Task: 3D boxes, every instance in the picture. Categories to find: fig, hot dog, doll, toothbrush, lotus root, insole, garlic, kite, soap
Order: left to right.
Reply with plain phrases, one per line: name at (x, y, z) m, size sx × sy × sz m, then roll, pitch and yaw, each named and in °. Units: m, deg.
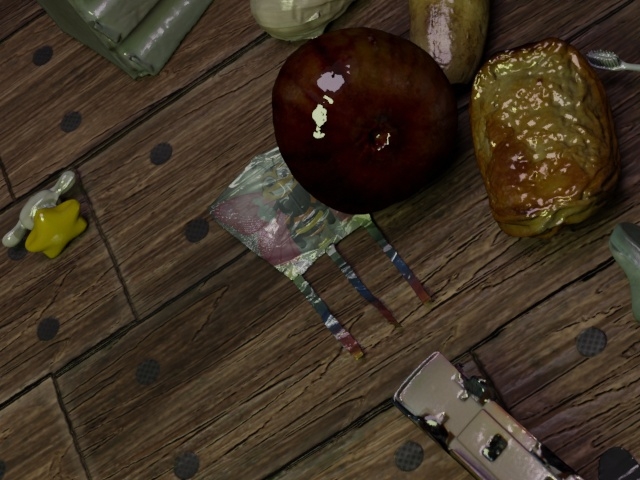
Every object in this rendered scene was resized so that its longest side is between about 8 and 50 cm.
doll at (-0.398, -0.030, 2.134) m, size 0.135 × 0.071 × 0.113 m, roll -29°, pitch 46°, yaw 15°
soap at (-0.265, -0.517, 2.179) m, size 0.213 × 0.350 × 0.435 m, roll 30°, pitch 78°, yaw 43°
garlic at (-0.027, -0.404, 2.108) m, size 0.178 × 0.143 × 0.229 m, roll -4°, pitch 53°, yaw 27°
kite at (0.001, 0.002, 1.941) m, size 0.204 × 0.022 × 0.360 m, roll -36°, pitch 53°, yaw 1°
fig at (0.050, -0.151, 1.876) m, size 0.235 × 0.235 × 0.214 m, roll -50°, pitch 42°, yaw -6°
lotus root at (0.171, -0.310, 1.983) m, size 0.110 × 0.097 × 0.258 m, roll -6°, pitch 64°, yaw 20°
hot dog at (0.269, -0.109, 1.812) m, size 0.175 × 0.114 × 0.259 m, roll -14°, pitch 60°, yaw 14°
insole at (0.338, 0.290, 1.620) m, size 0.053 × 0.002 × 0.152 m, roll -29°, pitch 54°, yaw 10°
toothbrush at (0.447, -0.198, 1.778) m, size 0.286 × 0.025 × 0.020 m, roll 13°, pitch 71°, yaw 32°

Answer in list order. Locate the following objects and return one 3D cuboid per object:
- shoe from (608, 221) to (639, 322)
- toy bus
shoe at (0.388, 0.063, 1.690) m, size 0.195 × 0.079 × 0.078 m, roll 52°, pitch 128°, yaw 29°
toy bus at (0.204, 0.238, 1.648) m, size 0.090 × 0.112 × 0.274 m, roll -46°, pitch 53°, yaw -3°
